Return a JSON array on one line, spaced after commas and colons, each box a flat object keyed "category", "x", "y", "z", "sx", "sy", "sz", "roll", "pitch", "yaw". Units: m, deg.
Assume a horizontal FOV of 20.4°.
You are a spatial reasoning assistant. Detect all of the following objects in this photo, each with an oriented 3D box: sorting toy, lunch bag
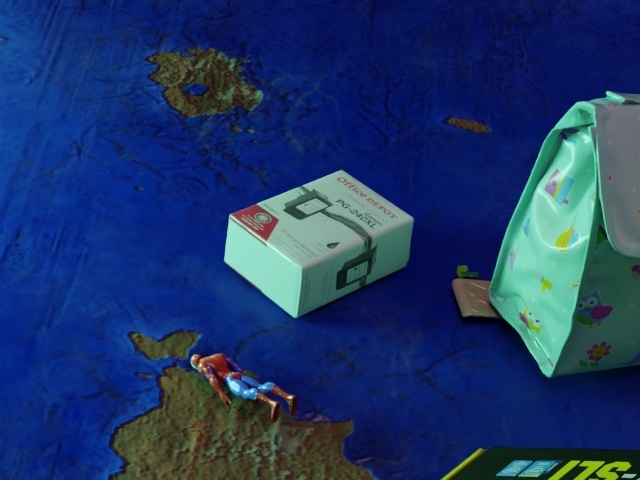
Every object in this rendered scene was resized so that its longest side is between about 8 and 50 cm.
[{"category": "sorting toy", "x": 0.159, "y": 0.051, "z": 1.717, "sx": 0.062, "sy": 0.012, "sz": 0.083, "roll": 2, "pitch": 35, "yaw": -12}, {"category": "lunch bag", "x": 0.300, "y": -0.020, "z": 1.616, "sx": 0.223, "sy": 0.262, "sz": 0.160, "roll": -5, "pitch": 38, "yaw": -24}]

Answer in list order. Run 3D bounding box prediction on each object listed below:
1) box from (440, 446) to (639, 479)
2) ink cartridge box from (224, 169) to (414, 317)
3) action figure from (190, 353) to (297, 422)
[{"category": "box", "x": 0.174, "y": 0.238, "z": 1.267, "sx": 0.322, "sy": 0.079, "sz": 0.257, "roll": -5, "pitch": 17, "yaw": 46}, {"category": "ink cartridge box", "x": 0.000, "y": 0.000, "z": 1.716, "sx": 0.150, "sy": 0.063, "sz": 0.109, "roll": -24, "pitch": 46, "yaw": -36}, {"category": "action figure", "x": -0.072, "y": 0.126, "z": 1.555, "sx": 0.115, "sy": 0.030, "sz": 0.038, "roll": 28, "pitch": 35, "yaw": 35}]
